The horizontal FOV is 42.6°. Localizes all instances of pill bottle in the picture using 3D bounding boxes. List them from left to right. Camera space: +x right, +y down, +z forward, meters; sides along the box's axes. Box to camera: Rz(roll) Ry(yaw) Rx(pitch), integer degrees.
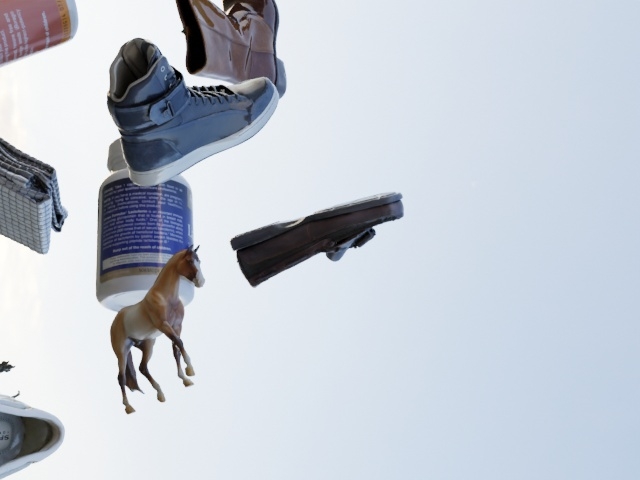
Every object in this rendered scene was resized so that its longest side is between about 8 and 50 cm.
[{"bbox_3d":[-0.387,-0.241,0.895,0.121,0.216,0.121,35,-37,33],"label":"pill bottle"},{"bbox_3d":[-0.279,-0.026,1.310,0.153,0.153,0.265,-32,-124,50],"label":"pill bottle"}]

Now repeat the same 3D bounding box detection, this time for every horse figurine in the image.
[{"bbox_3d":[-0.236,0.136,1.151,0.263,0.066,0.175,-36,-115,44],"label":"horse figurine"}]

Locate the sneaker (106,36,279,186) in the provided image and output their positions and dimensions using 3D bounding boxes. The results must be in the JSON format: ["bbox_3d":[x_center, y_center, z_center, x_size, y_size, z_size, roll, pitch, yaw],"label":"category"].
[{"bbox_3d":[-0.154,-0.185,1.000,0.086,0.226,0.164,32,-33,40],"label":"sneaker"}]

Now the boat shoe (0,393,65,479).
[{"bbox_3d":[-0.314,0.157,0.624,0.096,0.277,0.098,-8,-94,28],"label":"boat shoe"}]

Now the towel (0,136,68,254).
[{"bbox_3d":[-0.699,-0.121,1.815,0.283,0.121,0.235,25,-34,2],"label":"towel"}]

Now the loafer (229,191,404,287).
[{"bbox_3d":[0.000,0.000,1.298,0.302,0.109,0.095,-15,-87,25],"label":"loafer"}]

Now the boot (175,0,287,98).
[{"bbox_3d":[-0.170,-0.370,1.361,0.096,0.280,0.264,-10,-96,24],"label":"boot"}]

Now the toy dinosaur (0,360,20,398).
[{"bbox_3d":[-0.547,0.253,1.298,0.064,0.268,0.118,122,-30,-52],"label":"toy dinosaur"}]
